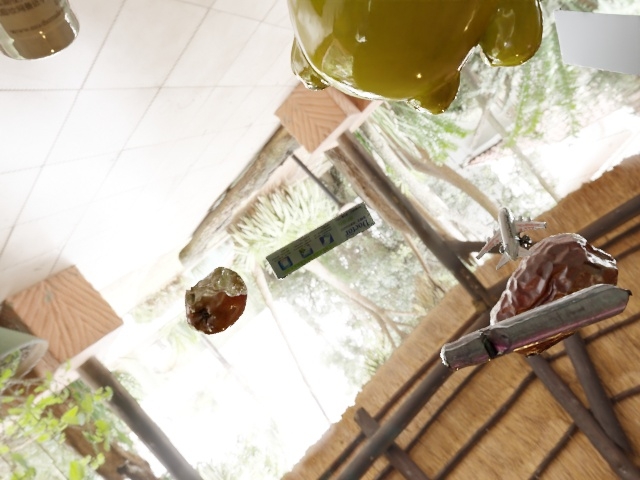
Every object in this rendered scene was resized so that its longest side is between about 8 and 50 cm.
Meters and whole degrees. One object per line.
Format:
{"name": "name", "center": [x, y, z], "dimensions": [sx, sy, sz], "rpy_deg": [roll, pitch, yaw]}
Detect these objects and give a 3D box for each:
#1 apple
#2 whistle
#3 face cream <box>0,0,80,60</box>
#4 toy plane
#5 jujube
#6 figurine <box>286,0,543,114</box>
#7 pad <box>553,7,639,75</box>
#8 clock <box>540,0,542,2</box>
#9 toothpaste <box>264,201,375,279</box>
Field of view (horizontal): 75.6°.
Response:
{"name": "apple", "center": [-0.265, 0.160, 1.033], "dimensions": [0.158, 0.155, 0.147], "rpy_deg": [-69, 164, -55]}
{"name": "whistle", "center": [0.202, 0.085, 0.398], "dimensions": [0.176, 0.033, 0.033], "rpy_deg": [-28, -175, 18]}
{"name": "face cream", "center": [-0.252, -0.250, 0.262], "dimensions": [0.082, 0.082, 0.269], "rpy_deg": [-42, 162, -22]}
{"name": "toy plane", "center": [0.419, -0.013, 0.911], "dimensions": [0.162, 0.065, 0.171], "rpy_deg": [-35, -161, 40]}
{"name": "jujube", "center": [0.580, 0.144, 1.065], "dimensions": [0.342, 0.216, 0.216], "rpy_deg": [-60, 174, 19]}
{"name": "figurine", "center": [0.079, -0.304, 0.401], "dimensions": [0.231, 0.323, 0.340], "rpy_deg": [-68, 167, -57]}
{"name": "pad", "center": [0.633, -0.419, 0.880], "dimensions": [0.009, 0.159, 0.265], "rpy_deg": [-49, -135, 0]}
{"name": "clock", "center": [0.375, -0.676, 0.868], "dimensions": [0.386, 0.386, 0.076], "rpy_deg": [-41, -154, 1]}
{"name": "toothpaste", "center": [0.000, 0.000, 1.230], "dimensions": [0.336, 0.081, 0.067], "rpy_deg": [-30, -175, -8]}
